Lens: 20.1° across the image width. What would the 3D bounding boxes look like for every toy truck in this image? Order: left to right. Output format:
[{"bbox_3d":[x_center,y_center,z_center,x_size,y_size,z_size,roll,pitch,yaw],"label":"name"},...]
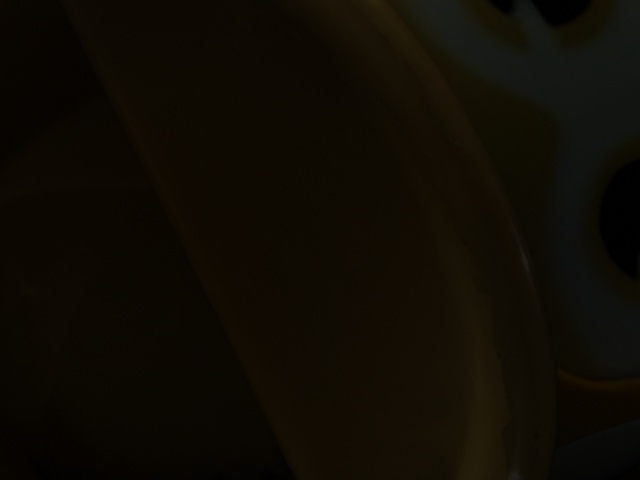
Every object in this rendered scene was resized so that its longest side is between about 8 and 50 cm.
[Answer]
[{"bbox_3d":[0.000,0.000,0.498,0.288,0.204,0.212,-26,0,26],"label":"toy truck"}]
